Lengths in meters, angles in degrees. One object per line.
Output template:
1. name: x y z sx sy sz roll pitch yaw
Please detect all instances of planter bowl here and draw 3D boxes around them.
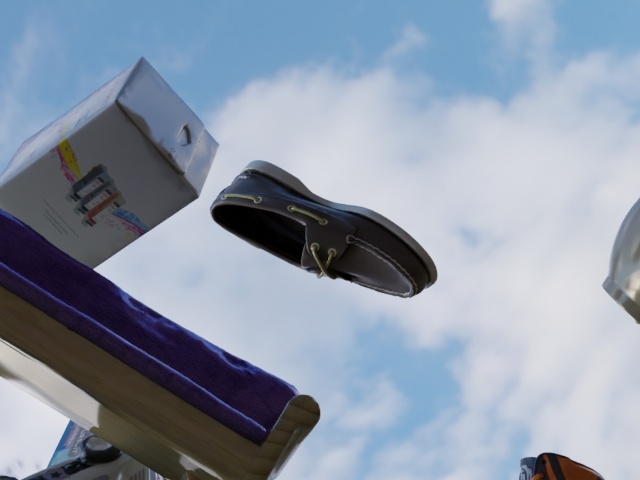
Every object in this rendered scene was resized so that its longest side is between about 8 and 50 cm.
1. planter bowl: 0.348 0.037 1.158 0.109 0.162 0.162 -49 -43 12

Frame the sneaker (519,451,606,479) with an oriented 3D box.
1. sneaker: 0.286 0.415 1.728 0.321 0.180 0.124 -7 -23 -13

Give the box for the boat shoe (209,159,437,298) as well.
1. boat shoe: 0.000 0.000 1.559 0.097 0.324 0.116 -44 -30 -34

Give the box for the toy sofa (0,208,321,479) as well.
1. toy sofa: -0.179 0.084 0.939 0.177 0.362 0.150 -57 -3 -31

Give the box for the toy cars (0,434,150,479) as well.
1. toy cars: -0.258 0.190 0.888 0.393 0.087 0.176 38 -102 -47

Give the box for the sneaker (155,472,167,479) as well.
1. sneaker: -0.172 0.308 1.450 0.061 0.065 0.158 -24 -64 -22

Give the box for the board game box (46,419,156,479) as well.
1. board game box: -0.332 0.396 1.908 0.079 0.336 0.254 -13 -63 14

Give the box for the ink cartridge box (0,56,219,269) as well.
1. ink cartridge box: -0.213 -0.073 1.183 0.176 0.128 0.127 -31 -68 20
